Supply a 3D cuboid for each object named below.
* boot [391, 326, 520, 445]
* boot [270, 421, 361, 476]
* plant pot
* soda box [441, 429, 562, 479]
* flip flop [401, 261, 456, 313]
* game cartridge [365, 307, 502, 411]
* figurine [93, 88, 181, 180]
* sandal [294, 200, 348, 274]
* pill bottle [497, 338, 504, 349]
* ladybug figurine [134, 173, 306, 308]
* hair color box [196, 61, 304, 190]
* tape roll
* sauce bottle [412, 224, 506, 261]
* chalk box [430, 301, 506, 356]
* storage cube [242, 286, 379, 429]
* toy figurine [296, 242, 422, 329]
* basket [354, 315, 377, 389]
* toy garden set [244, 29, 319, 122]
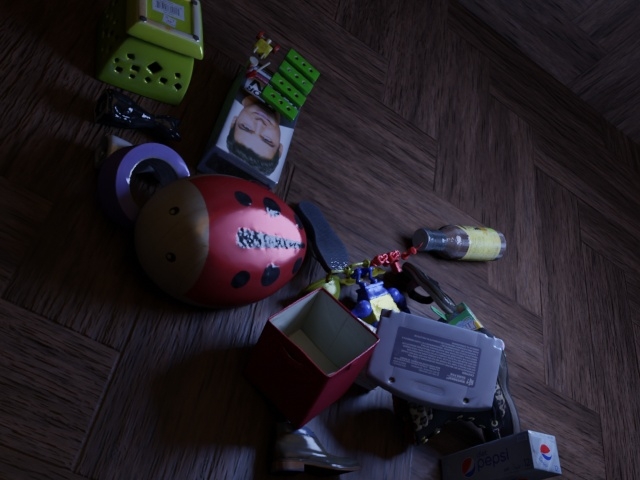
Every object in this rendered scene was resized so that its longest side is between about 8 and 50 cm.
[{"bbox_3d":[0.339,0.428,1.734,0.284,0.138,0.377,-22,116,-16],"label":"boot"},{"bbox_3d":[-0.008,0.451,1.504,0.219,0.082,0.106,13,57,-31],"label":"boot"},{"bbox_3d":[-0.416,-0.509,1.734,0.228,0.207,0.227,13,55,-32],"label":"plant pot"},{"bbox_3d":[0.421,0.533,1.650,0.098,0.286,0.091,20,53,-29],"label":"soda box"},{"bbox_3d":[0.279,0.138,1.886,0.112,0.080,0.277,34,8,-24],"label":"flip flop"},{"bbox_3d":[0.261,0.286,1.615,0.295,0.060,0.195,15,65,4],"label":"game cartridge"},{"bbox_3d":[-0.416,-0.232,1.637,0.210,0.092,0.214,14,55,-38],"label":"figurine"},{"bbox_3d":[0.001,0.000,1.824,0.097,0.054,0.254,10,38,-33],"label":"sandal"},{"bbox_3d":[0.497,0.306,2.046,0.083,0.043,0.043,17,52,-31],"label":"pill bottle"},{"bbox_3d":[-0.188,0.000,1.547,0.450,0.162,0.304,2,86,-45],"label":"ladybug figurine"},{"bbox_3d":[-0.177,-0.297,1.854,0.185,0.114,0.374,31,47,-20],"label":"hair color box"},{"bbox_3d":[-0.383,-0.118,1.527,0.189,0.080,0.188,-1,92,-46],"label":"tape roll"},{"bbox_3d":[0.429,0.006,2.146,0.345,0.111,0.111,4,60,-39],"label":"sauce bottle"},{"bbox_3d":[0.378,0.256,1.885,0.213,0.132,0.132,52,8,0],"label":"chalk box"},{"bbox_3d":[-0.021,0.254,1.513,0.184,0.193,0.215,41,39,20],"label":"storage cube"},{"bbox_3d":[0.142,0.164,1.757,0.363,0.191,0.217,-15,77,-43],"label":"toy figurine"},{"bbox_3d":[0.102,0.273,1.700,0.167,0.103,0.113,33,47,-19],"label":"basket"},{"bbox_3d":[-0.125,-0.445,1.884,0.204,0.049,0.244,39,44,-15],"label":"toy garden set"}]
